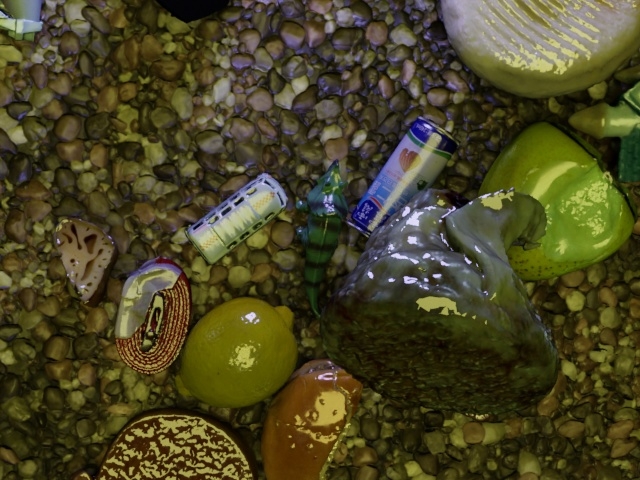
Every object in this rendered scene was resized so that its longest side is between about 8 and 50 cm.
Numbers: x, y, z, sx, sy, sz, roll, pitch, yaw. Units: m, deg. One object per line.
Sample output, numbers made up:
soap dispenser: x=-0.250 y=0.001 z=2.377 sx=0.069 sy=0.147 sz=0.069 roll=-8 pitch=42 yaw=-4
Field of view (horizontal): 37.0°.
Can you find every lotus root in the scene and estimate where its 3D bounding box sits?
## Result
lotus root: x=-0.395 y=0.033 z=1.668 sx=0.095 sy=0.135 sz=0.159 roll=-21 pitch=84 yaw=-4

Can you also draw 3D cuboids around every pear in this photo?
pear: x=0.401 y=-0.048 z=1.717 sx=0.292 sy=0.159 sz=0.293 roll=0 pitch=98 yaw=-3

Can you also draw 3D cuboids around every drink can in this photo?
drink can: x=0.149 y=-0.104 z=1.717 sx=0.097 sy=0.097 sz=0.235 roll=35 pitch=92 yaw=-8

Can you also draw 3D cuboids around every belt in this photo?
belt: x=-0.294 y=0.134 z=1.689 sx=0.128 sy=0.124 sz=0.201 roll=11 pitch=96 yaw=-8

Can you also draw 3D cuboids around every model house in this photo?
model house: x=0.599 y=-0.202 z=1.709 sx=0.324 sy=0.194 sz=0.267 roll=4 pitch=89 yaw=3

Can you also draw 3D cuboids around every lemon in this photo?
lemon: x=-0.147 y=0.203 z=1.682 sx=0.248 sy=0.184 sz=0.184 roll=-35 pitch=98 yaw=-2

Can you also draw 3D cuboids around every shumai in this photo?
shumai: x=0.199 y=0.074 z=1.580 sx=0.395 sy=0.395 sz=0.348 roll=13 pitch=57 yaw=-6

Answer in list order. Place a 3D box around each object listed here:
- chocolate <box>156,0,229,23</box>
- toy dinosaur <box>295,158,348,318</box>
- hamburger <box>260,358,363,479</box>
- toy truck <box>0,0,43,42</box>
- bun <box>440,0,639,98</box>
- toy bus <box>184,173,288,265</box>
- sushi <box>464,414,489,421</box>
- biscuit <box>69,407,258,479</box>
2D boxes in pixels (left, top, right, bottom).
chocolate: x=-0.262 y=-0.497 z=1.638 sx=0.177 sy=0.206 sz=0.224 roll=19 pitch=82 yaw=37
toy dinosaur: x=-0.004 y=-0.009 z=1.729 sx=0.079 sy=0.120 sz=0.292 roll=5 pitch=120 yaw=-16
hamburger: x=-0.027 y=0.338 z=1.724 sx=0.156 sy=0.144 sz=0.283 roll=23 pitch=96 yaw=-7
toy truck: x=-0.534 y=-0.473 z=1.617 sx=0.140 sy=0.108 sz=0.257 roll=5 pitch=97 yaw=-19
bun: x=0.376 y=-0.408 z=1.639 sx=0.365 sy=0.219 sz=0.365 roll=0 pitch=83 yaw=3
toy bus: x=-0.145 y=-0.039 z=1.701 sx=0.194 sy=0.089 sz=0.087 roll=-37 pitch=98 yaw=-2
sushi: x=0.229 y=0.214 z=1.744 sx=0.241 sy=0.107 sz=0.161 roll=27 pitch=87 yaw=6
biscuit: x=-0.293 y=0.496 z=1.754 sx=0.350 sy=0.070 sz=0.394 roll=21 pitch=93 yaw=-5
